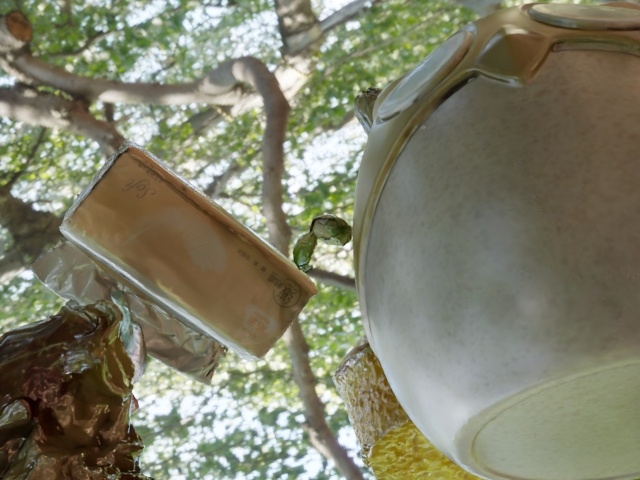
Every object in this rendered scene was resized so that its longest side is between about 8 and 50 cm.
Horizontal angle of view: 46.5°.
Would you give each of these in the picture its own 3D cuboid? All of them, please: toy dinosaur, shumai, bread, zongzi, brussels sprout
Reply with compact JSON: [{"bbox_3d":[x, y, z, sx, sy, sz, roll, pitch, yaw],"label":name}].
[{"bbox_3d":[-0.222,0.132,0.848,0.053,0.242,0.167,-32,-80,-34],"label":"toy dinosaur"},{"bbox_3d":[-0.139,0.089,0.328,0.123,0.139,0.105,-4,-112,-21],"label":"shumai"},{"bbox_3d":[0.221,0.264,1.182,0.398,0.398,0.215,42,-153,-36],"label":"bread"},{"bbox_3d":[0.146,-0.183,1.049,0.160,0.176,0.078,61,-171,29],"label":"zongzi"},{"bbox_3d":[-0.001,0.000,0.926,0.051,0.083,0.046,53,174,15],"label":"brussels sprout"}]

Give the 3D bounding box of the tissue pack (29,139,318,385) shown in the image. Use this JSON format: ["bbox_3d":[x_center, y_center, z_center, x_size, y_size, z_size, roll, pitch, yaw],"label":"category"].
[{"bbox_3d":[-0.201,0.041,0.996,0.305,0.238,0.239,38,-144,-19],"label":"tissue pack"}]

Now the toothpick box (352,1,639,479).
[{"bbox_3d":[0.228,-0.018,0.721,0.409,0.409,0.425,37,-144,-42],"label":"toothpick box"}]
